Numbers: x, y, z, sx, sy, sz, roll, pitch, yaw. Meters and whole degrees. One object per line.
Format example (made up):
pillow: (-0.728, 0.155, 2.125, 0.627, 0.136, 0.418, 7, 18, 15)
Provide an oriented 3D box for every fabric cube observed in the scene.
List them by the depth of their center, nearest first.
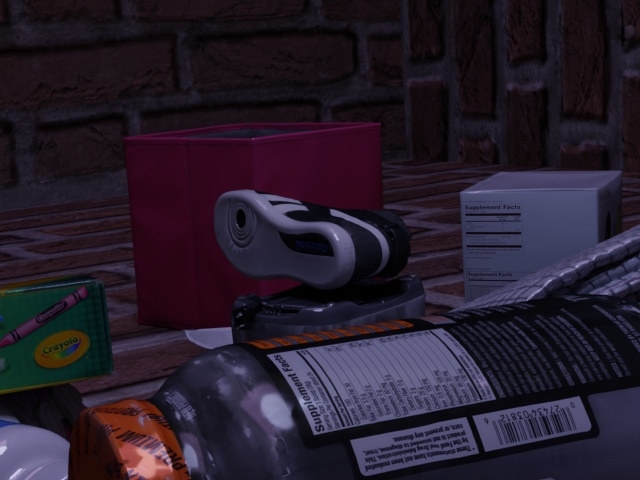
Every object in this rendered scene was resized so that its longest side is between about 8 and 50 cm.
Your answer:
fabric cube: (-0.085, -0.023, 1.795, 0.259, 0.258, 0.254, 5, 12, 41)

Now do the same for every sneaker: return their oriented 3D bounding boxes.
sneaker: (-0.242, 0.163, 1.117, 0.111, 0.103, 0.252, -7, 10, -14)
sneaker: (0.000, 0.000, 1.251, 0.121, 0.079, 0.217, -5, 16, -36)

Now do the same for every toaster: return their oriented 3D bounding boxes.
toaster: (0.007, 0.114, 1.206, 0.129, 0.146, 0.227, 1, 9, 33)

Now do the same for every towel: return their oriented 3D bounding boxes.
towel: (0.260, 0.069, 1.226, 0.283, 0.121, 0.235, -23, -3, -16)

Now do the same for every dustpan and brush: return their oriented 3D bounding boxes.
dustpan and brush: (-0.032, 0.125, 1.497, 0.211, 0.060, 0.147, -5, -7, 32)

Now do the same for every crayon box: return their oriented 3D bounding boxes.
crayon box: (-0.317, 0.086, 1.078, 0.278, 0.081, 0.165, -8, 2, -15)

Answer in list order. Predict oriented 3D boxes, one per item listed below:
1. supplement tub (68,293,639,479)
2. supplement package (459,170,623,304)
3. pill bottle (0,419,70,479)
supplement tub: (0.042, 0.148, 0.752, 0.338, 0.207, 0.207, -7, 9, -23)
supplement package: (0.252, 0.033, 1.476, 0.149, 0.203, 0.194, 0, 9, 21)
pill bottle: (-0.234, 0.182, 0.909, 0.221, 0.124, 0.124, 3, 10, 39)
